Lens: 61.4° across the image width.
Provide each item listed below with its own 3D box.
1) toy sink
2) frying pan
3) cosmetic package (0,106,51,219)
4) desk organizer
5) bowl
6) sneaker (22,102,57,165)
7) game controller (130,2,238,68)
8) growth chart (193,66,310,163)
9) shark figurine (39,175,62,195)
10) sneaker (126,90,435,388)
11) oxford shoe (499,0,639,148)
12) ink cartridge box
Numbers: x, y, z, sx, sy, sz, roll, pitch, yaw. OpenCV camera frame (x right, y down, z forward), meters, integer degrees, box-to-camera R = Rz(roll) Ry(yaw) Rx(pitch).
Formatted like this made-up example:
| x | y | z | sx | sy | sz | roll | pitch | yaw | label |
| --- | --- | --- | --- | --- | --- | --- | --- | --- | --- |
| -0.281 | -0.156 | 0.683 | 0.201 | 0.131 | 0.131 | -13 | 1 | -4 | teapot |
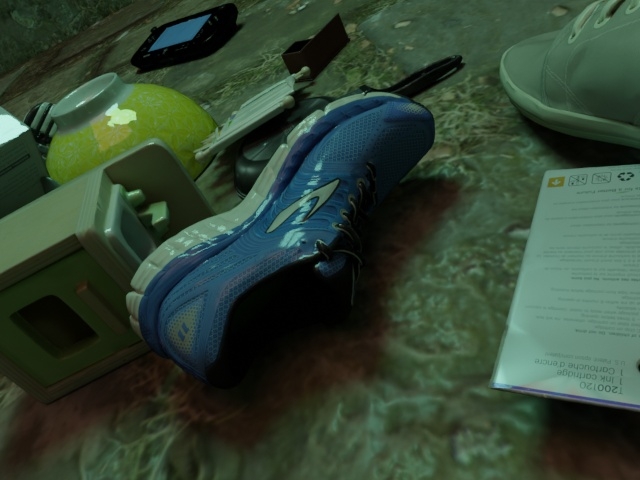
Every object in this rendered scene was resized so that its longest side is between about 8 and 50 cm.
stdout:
| x | y | z | sx | sy | sz | roll | pitch | yaw | label |
| --- | --- | --- | --- | --- | --- | --- | --- | --- | --- |
| -0.219 | 0.032 | 0.539 | 0.234 | 0.153 | 0.131 | -27 | 36 | 2 | toy sink |
| 0.024 | -0.145 | 0.678 | 0.326 | 0.053 | 0.197 | -19 | 37 | 20 | frying pan |
| -0.476 | -0.090 | 0.708 | 0.224 | 0.225 | 0.138 | 34 | 57 | 13 | cosmetic package |
| -0.007 | -0.326 | 0.909 | 0.047 | 0.050 | 0.130 | 7 | 50 | 40 | desk organizer |
| -0.317 | -0.162 | 0.837 | 0.289 | 0.156 | 0.290 | -19 | 37 | 15 | bowl |
| -0.496 | -0.119 | 0.924 | 0.229 | 0.086 | 0.132 | -62 | 19 | -8 | sneaker |
| -0.345 | -0.506 | 1.346 | 0.319 | 0.067 | 0.166 | 2 | 46 | 37 | game controller |
| -0.097 | -0.186 | 0.780 | 0.171 | 0.021 | 0.237 | -28 | 22 | 16 | growth chart |
| -0.372 | 0.024 | 0.623 | 0.278 | 0.166 | 0.116 | -28 | -1 | -5 | shark figurine |
| 0.000 | 0.000 | 0.476 | 0.330 | 0.130 | 0.147 | -45 | 53 | -15 | sneaker |
| 0.263 | -0.139 | 0.390 | 0.169 | 0.130 | 0.449 | -19 | 24 | 3 | oxford shoe |
| 0.227 | 0.027 | 0.326 | 0.206 | 0.045 | 0.208 | 1 | 43 | 34 | ink cartridge box |
